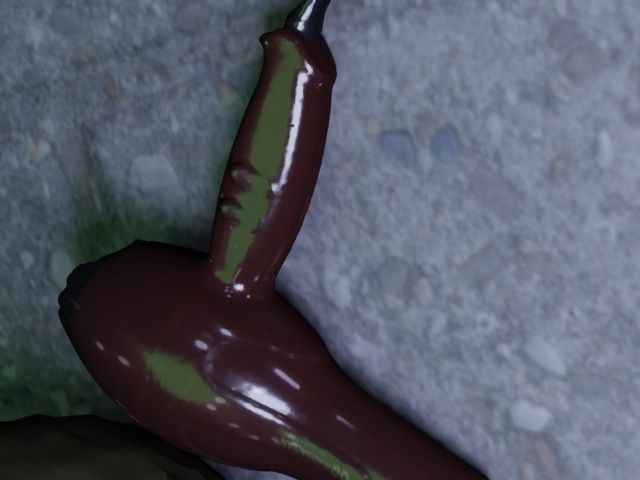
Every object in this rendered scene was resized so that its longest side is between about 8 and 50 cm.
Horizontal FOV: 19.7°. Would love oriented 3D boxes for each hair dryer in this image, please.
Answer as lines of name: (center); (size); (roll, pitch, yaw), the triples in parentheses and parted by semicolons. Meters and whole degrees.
hair dryer: (0.000, 0.000, 1.163); (0.312, 0.123, 0.340); (26, 111, 21)

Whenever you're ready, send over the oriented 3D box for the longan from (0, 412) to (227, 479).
longan: (-0.175, 0.312, 1.245); (0.391, 0.391, 0.391); (17, 116, 38)
